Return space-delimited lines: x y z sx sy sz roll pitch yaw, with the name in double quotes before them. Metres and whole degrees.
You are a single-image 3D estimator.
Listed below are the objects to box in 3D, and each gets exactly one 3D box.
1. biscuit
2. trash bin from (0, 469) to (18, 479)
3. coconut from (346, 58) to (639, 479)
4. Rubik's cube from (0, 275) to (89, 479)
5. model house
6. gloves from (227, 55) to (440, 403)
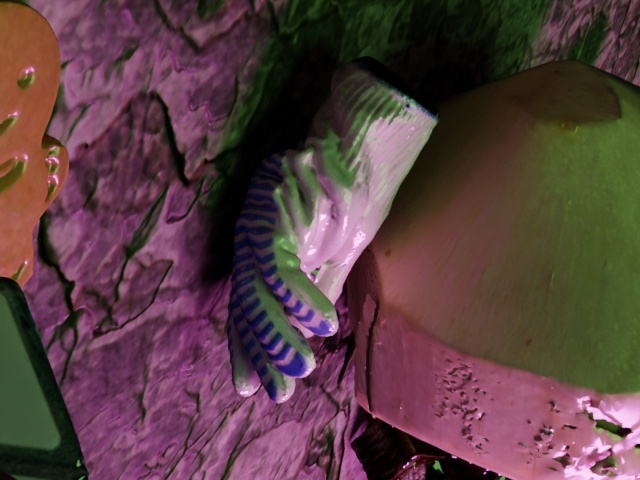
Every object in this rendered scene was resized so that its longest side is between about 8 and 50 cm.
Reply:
"biscuit" -0.160 -0.031 0.689 0.133 0.027 0.184 -15 129 -57
"trash bin" -0.239 0.176 0.535 0.250 0.219 0.220 -70 158 -3
"coconut" 0.174 0.029 1.085 0.352 0.352 0.353 -45 151 -33
"Rubik's cube" -0.178 0.199 0.744 0.229 0.228 0.233 44 33 -32
"model house" 0.125 0.167 1.340 0.203 0.141 0.164 -46 162 -27
"gloves" -0.003 -0.005 0.948 0.119 0.097 0.229 17 95 -61
